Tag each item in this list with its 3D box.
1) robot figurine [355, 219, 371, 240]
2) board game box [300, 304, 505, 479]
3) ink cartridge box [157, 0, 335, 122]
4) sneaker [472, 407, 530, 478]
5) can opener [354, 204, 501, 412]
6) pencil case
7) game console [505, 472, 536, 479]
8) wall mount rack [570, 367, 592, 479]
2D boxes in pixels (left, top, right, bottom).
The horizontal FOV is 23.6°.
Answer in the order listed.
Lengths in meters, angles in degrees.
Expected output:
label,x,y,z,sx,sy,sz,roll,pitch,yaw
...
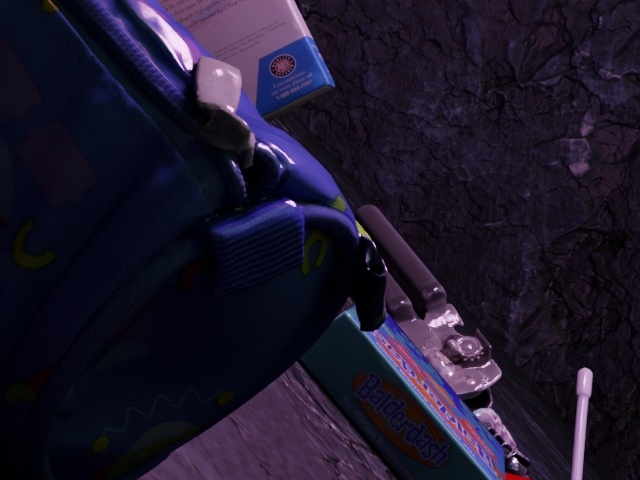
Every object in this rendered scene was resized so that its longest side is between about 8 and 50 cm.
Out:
label,x,y,z,sx,sy,sz,roll,pitch,yaw
robot figurine,0.000,0.000,1.287,0.115,0.067,0.101,46,16,-37
board game box,0.063,0.116,1.081,0.160,0.047,0.210,49,6,3
ink cartridge box,-0.098,-0.207,1.330,0.231,0.134,0.078,64,7,0
sneaker,0.173,0.200,1.445,0.098,0.038,0.069,42,8,-50
can opener,0.090,0.080,1.582,0.283,0.076,0.095,-127,-155,-43
pencil case,-0.113,-0.066,0.486,0.119,0.133,0.306,-15,58,-47
game console,0.198,0.270,1.290,0.124,0.085,0.144,15,14,-14
wall mount rack,0.370,0.321,1.717,0.350,0.130,0.304,45,6,-45
